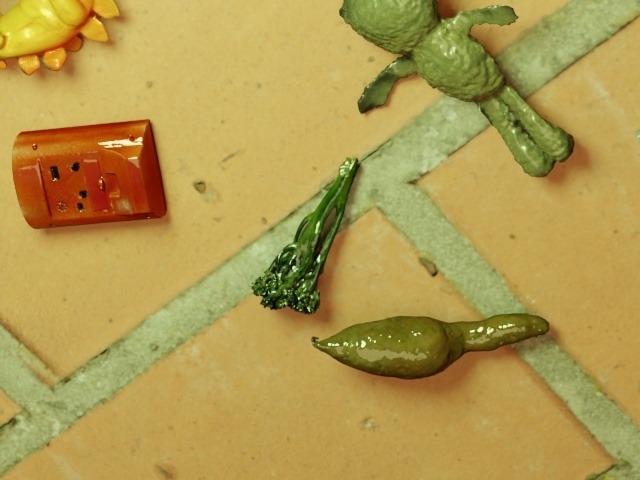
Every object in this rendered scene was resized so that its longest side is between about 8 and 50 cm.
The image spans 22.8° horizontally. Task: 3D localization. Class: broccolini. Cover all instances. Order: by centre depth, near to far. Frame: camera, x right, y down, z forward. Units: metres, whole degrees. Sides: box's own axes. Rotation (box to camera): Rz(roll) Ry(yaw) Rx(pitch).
[{"bbox_3d":[-0.004,-0.006,1.768,0.074,0.058,0.201,23,101,-23],"label":"broccolini"}]

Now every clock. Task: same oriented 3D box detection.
[{"bbox_3d":[-0.256,-0.067,1.739,0.155,0.061,0.113,-5,116,9],"label":"clock"}]

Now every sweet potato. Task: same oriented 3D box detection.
[{"bbox_3d":[0.124,0.119,1.797,0.269,0.075,0.074,-6,116,-3],"label":"sweet potato"}]

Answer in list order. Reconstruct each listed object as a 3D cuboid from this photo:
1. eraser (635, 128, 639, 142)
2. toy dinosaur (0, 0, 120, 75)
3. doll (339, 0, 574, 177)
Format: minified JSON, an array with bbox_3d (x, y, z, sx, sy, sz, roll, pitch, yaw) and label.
[{"bbox_3d":[0.373,-0.089,1.702,0.038,0.019,0.083,-29,111,18],"label":"eraser"},{"bbox_3d":[-0.272,-0.243,1.651,0.117,0.070,0.288,38,117,-25],"label":"toy dinosaur"},{"bbox_3d":[0.149,-0.184,1.637,0.286,0.091,0.202,26,149,3],"label":"doll"}]
